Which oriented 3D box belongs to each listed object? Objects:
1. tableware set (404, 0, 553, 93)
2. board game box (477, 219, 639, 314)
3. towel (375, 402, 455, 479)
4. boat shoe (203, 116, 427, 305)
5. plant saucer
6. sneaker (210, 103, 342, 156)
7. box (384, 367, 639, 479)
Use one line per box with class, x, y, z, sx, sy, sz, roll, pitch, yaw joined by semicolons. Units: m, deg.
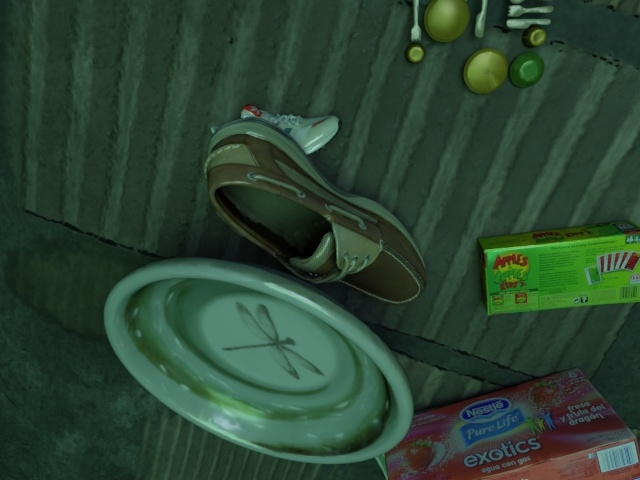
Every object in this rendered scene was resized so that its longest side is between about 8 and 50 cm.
tableware set;0.171;-0.216;0.521;0.153;0.024;0.104;1;115;6
board game box;0.296;0.035;0.593;0.181;0.043;0.092;-7;110;10
towel;0.154;0.318;0.736;0.151;0.023;0.113;-22;108;15
boat shoe;0.000;0.000;0.548;0.324;0.117;0.123;33;126;-23
plant saucer;-0.075;0.148;0.619;0.399;0.101;0.401;11;133;12
sneaker;-0.058;-0.130;0.564;0.161;0.057;0.076;-17;114;16
box;0.250;0.313;0.643;0.299;0.142;0.154;-20;107;8
